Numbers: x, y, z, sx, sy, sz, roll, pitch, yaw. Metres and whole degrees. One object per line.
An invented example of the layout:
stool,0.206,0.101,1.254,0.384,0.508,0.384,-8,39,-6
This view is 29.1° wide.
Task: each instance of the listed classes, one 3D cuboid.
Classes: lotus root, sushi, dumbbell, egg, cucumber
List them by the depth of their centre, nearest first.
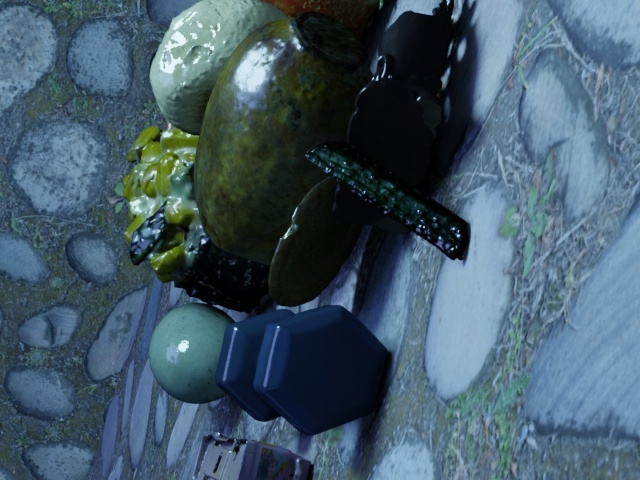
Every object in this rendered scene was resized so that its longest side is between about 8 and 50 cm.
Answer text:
cucumber,0.087,-0.047,1.372,0.046,0.220,0.070,-56,-23,6
dumbbell,-0.033,0.160,1.567,0.325,0.160,0.144,161,93,-74
lotus root,-0.040,-0.143,1.686,0.250,0.251,0.346,-90,17,-46
sushi,-0.201,-0.049,2.121,0.328,0.285,0.327,-114,41,-66
egg,-0.214,0.195,2.140,0.236,0.169,0.169,-120,47,-78

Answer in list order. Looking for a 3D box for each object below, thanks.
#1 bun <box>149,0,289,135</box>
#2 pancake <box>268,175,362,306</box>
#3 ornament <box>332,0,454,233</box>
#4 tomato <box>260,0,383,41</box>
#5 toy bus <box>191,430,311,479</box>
bun,-0.145,-0.257,1.790,0.153,0.244,0.244,54,137,26
pancake,-0.001,-0.001,1.568,0.199,0.021,0.199,-43,-31,-34
ornament,0.102,-0.172,1.513,0.260,0.106,0.251,-72,-3,-47
tomato,-0.022,-0.420,1.926,0.303,0.239,0.303,-162,90,-78
toy bus,-0.105,0.322,1.721,0.274,0.112,0.090,162,122,-72
